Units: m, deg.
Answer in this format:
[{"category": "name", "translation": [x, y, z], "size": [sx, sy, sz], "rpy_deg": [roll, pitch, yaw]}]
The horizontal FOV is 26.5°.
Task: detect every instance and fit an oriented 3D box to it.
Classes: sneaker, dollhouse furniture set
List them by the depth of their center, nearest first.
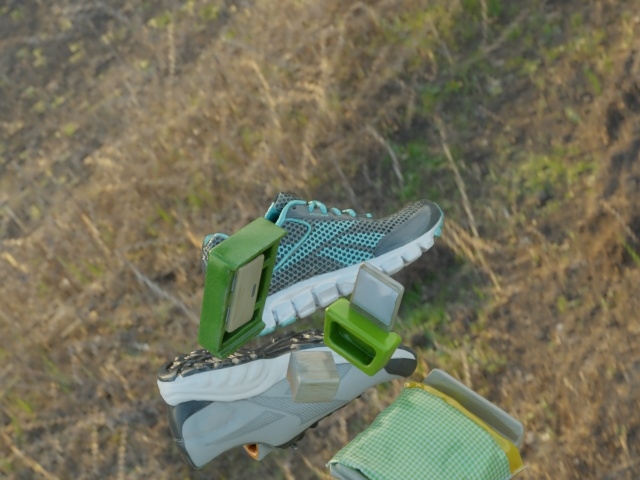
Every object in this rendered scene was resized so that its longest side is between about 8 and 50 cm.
[{"category": "dollhouse furniture set", "translation": [0.019, 0.054, 0.583], "size": [0.151, 0.059, 0.076], "rpy_deg": [33, 43, 22]}, {"category": "sneaker", "translation": [0.000, 0.000, 0.843], "size": [0.166, 0.076, 0.065], "rpy_deg": [-24, 3, -21]}, {"category": "sneaker", "translation": [-0.027, 0.145, 1.294], "size": [0.271, 0.108, 0.100], "rpy_deg": [-10, 7, -30]}]
